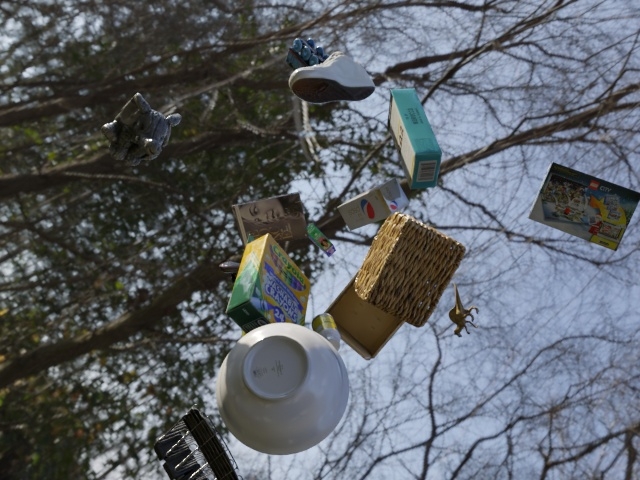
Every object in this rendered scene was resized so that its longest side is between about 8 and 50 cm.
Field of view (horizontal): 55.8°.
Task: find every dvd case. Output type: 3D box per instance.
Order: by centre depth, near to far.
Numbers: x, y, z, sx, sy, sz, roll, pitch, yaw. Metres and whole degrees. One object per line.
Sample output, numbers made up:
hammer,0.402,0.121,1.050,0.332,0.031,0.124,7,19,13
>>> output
dvd case,-0.161,-0.062,1.961,0.018,0.221,0.165,-100,179,-61

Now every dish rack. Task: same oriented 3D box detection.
dish rack,-0.246,0.457,1.260,0.208,0.074,0.271,54,-47,14

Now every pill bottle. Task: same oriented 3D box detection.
pill bottle,0.017,0.247,1.589,0.116,0.065,0.065,-115,-173,-62

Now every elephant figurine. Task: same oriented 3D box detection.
elephant figurine,-0.444,-0.293,1.570,0.239,0.169,0.186,-15,-85,47

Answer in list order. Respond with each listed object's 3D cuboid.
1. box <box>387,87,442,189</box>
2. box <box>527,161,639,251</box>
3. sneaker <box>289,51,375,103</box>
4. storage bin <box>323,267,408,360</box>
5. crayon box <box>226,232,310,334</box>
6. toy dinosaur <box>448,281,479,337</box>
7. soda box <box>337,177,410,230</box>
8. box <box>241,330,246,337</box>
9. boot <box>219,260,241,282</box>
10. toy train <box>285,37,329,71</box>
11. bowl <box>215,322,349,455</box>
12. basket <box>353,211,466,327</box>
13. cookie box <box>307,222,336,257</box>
box,0.207,-0.232,1.360,0.100,0.060,0.244,90,-8,-47
box,0.680,-0.089,1.566,0.233,0.044,0.159,23,-80,12
sneaker,0.015,-0.437,1.600,0.106,0.290,0.123,-35,-108,41
storage bin,0.182,0.284,2.341,0.260,0.262,0.123,40,9,10
crayon box,-0.122,0.128,1.567,0.083,0.323,0.203,-27,-60,22
toy dinosaur,0.445,0.229,1.901,0.092,0.053,0.183,4,-76,37
soda box,0.124,-0.084,1.465,0.074,0.069,0.216,61,-23,-4
box,-0.188,0.277,1.860,0.179,0.043,0.105,17,-75,49
boot,-0.323,0.140,2.399,0.082,0.219,0.106,15,-83,33
toy train,-0.035,-0.572,1.942,0.184,0.080,0.105,52,-42,29
bowl,-0.087,0.291,1.289,0.298,0.298,0.134,39,-23,24
basket,0.268,0.086,1.893,0.223,0.299,0.213,26,4,-13
cookie box,0.000,0.000,2.074,0.107,0.040,0.092,45,-5,17
